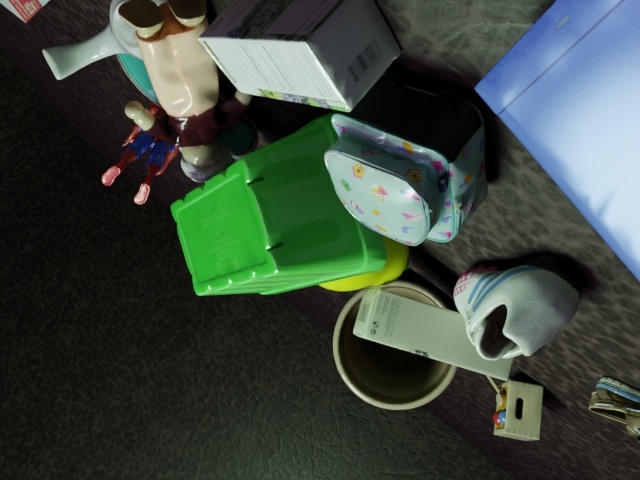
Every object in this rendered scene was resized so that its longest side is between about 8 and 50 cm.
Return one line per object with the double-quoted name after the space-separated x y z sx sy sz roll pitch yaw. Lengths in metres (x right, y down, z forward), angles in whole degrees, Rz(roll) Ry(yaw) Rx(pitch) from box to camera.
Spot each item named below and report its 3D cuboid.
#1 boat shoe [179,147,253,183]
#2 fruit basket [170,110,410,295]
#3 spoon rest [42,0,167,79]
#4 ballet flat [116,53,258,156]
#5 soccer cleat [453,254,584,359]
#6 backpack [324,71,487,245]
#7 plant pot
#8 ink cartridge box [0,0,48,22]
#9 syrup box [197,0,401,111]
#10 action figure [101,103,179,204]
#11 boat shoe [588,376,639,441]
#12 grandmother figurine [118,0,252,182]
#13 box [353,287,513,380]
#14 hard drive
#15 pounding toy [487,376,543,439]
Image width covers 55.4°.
-0.192 -0.128 1.378 0.367 0.136 0.156 40 167 11 "boat shoe"
-0.012 -0.031 1.026 0.392 0.392 0.282 160 94 -75 "fruit basket"
-0.330 -0.339 0.999 0.277 0.084 0.137 -10 113 29 "spoon rest"
-0.244 -0.274 1.132 0.316 0.107 0.106 45 -166 -11 "ballet flat"
0.253 0.110 0.907 0.116 0.143 0.331 40 167 2 "soccer cleat"
0.104 -0.078 0.711 0.166 0.144 0.188 25 164 33 "backpack"
0.174 0.216 1.333 0.263 0.263 0.229 37 -176 12 "plant pot"
-0.457 -0.460 0.929 0.128 0.176 0.127 38 169 10 "ink cartridge box"
-0.033 -0.226 0.702 0.237 0.093 0.096 24 160 50 "syrup box"
-0.319 -0.154 1.109 0.091 0.280 0.139 34 128 -18 "action figure"
0.501 0.276 0.934 0.066 0.066 0.183 47 166 -27 "boat shoe"
-0.203 -0.223 0.979 0.342 0.208 0.104 91 168 -53 "grandmother figurine"
0.207 0.168 1.111 0.275 0.094 0.113 18 174 -6 "box"
0.264 -0.041 0.396 0.318 0.040 0.210 51 156 4 "hard drive"
0.413 0.353 1.325 0.100 0.141 0.130 9 161 6 "pounding toy"
